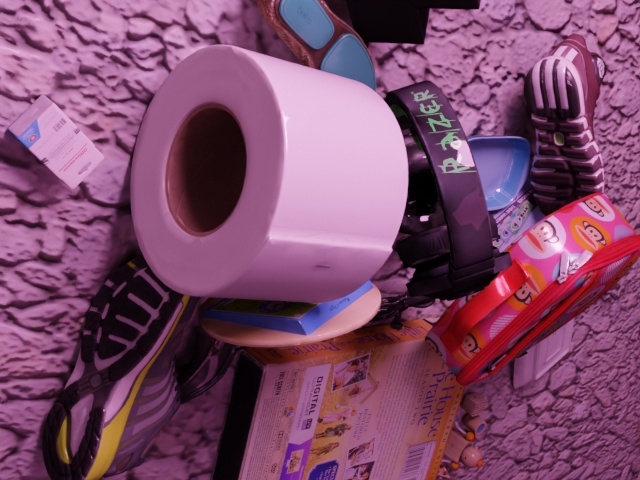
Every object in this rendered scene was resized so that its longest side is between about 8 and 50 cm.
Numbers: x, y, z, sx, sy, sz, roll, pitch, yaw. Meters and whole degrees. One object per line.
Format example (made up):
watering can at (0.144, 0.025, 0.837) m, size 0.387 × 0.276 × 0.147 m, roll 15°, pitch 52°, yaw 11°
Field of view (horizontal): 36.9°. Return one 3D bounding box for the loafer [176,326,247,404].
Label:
loafer at (-0.132, 0.127, 1.164) m, size 0.170 × 0.062 × 0.061 m, roll -46°, pitch 109°, yaw -17°

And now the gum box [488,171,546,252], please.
gum box at (0.304, 0.007, 1.484) m, size 0.157 × 0.041 × 0.184 m, roll -39°, pitch 136°, yaw -17°

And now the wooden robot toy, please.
wooden robot toy at (0.252, 0.349, 1.621) m, size 0.076 × 0.079 × 0.173 m, roll 13°, pitch 106°, yaw -45°

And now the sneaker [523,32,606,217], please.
sneaker at (0.372, -0.166, 1.373) m, size 0.162 × 0.106 × 0.281 m, roll -52°, pitch 142°, yaw -37°

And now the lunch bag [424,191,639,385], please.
lunch bag at (0.279, 0.071, 1.308) m, size 0.258 × 0.120 × 0.293 m, roll -17°, pitch 153°, yaw -45°

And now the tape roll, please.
tape roll at (-0.055, -0.060, 0.972) m, size 0.169 × 0.246 × 0.246 m, roll 6°, pitch 110°, yaw -45°

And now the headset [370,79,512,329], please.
headset at (0.116, -0.017, 1.188) m, size 0.185 × 0.243 × 0.394 m, roll -18°, pitch 149°, yaw -3°

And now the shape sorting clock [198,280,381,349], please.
shape sorting clock at (-0.034, 0.076, 1.082) m, size 0.206 × 0.206 × 0.040 m, roll -20°, pitch 109°, yaw -33°

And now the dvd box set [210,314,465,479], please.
dvd box set at (0.040, 0.270, 1.394) m, size 0.420 × 0.062 × 0.307 m, roll -5°, pitch 118°, yaw -40°

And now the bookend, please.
bookend at (0.108, -0.273, 1.012) m, size 0.156 × 0.157 × 0.072 m, roll 63°, pitch 35°, yaw -63°

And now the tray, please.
tray at (0.389, 0.143, 1.622) m, size 0.145 × 0.030 × 0.270 m, roll -36°, pitch 143°, yaw -22°

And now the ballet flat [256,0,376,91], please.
ballet flat at (-0.004, -0.221, 1.048) m, size 0.073 × 0.067 × 0.206 m, roll -45°, pitch 140°, yaw -3°

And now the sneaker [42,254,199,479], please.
sneaker at (-0.205, 0.141, 1.080) m, size 0.121 × 0.111 × 0.300 m, roll 10°, pitch 114°, yaw -56°

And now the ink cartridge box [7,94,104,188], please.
ink cartridge box at (-0.255, -0.094, 0.929) m, size 0.048 × 0.028 × 0.083 m, roll -47°, pitch 136°, yaw -9°

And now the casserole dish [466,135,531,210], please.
casserole dish at (0.224, -0.098, 1.352) m, size 0.188 × 0.037 × 0.114 m, roll -7°, pitch 119°, yaw -40°
